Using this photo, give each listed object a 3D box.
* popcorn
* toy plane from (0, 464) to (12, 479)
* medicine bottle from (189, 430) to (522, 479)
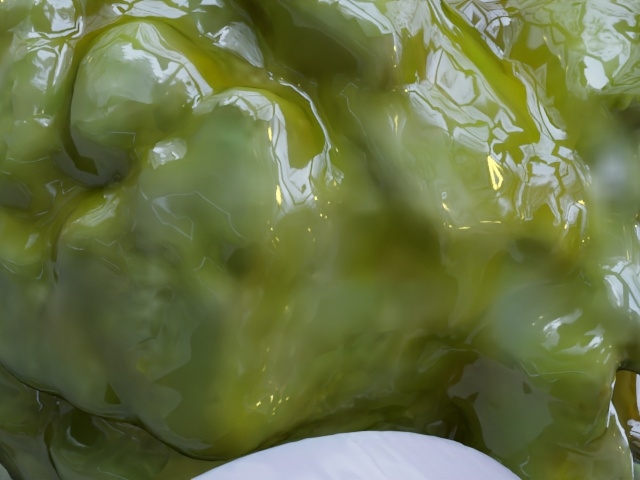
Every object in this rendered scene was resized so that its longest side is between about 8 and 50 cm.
[{"bbox_3d":[0.000,0.000,0.595,0.270,0.224,0.258,29,-4,-25],"label":"popcorn"},{"bbox_3d":[-0.118,0.113,0.839,0.092,0.229,0.244,3,-26,-35],"label":"toy plane"},{"bbox_3d":[0.079,0.206,0.320,0.379,0.213,0.213,43,-4,46],"label":"medicine bottle"}]
